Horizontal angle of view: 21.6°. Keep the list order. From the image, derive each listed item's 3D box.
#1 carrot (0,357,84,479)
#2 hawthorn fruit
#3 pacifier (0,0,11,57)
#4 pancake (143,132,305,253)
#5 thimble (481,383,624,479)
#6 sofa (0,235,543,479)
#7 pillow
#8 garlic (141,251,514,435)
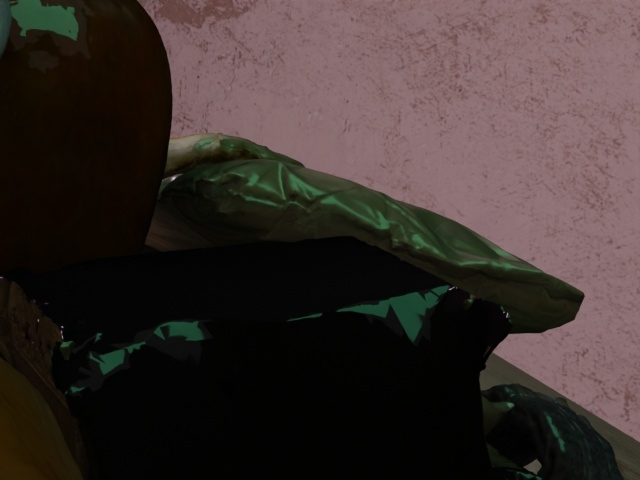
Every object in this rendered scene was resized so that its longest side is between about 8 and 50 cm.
[{"bbox_3d":[-0.088,0.156,0.364,0.196,0.196,0.254,23,18,-50],"label":"carrot"},{"bbox_3d":[-0.214,-0.067,1.025,0.267,0.301,0.268,22,3,-1],"label":"hawthorn fruit"},{"bbox_3d":[-0.303,-0.087,0.786,0.244,0.299,0.233,-117,-176,-58],"label":"pacifier"},{"bbox_3d":[-0.119,-0.006,1.336,0.253,0.253,0.037,23,39,-49],"label":"pancake"},{"bbox_3d":[0.158,0.193,1.327,0.097,0.150,0.150,22,8,-41],"label":"thimble"},{"bbox_3d":[-0.043,0.108,0.837,0.258,0.182,0.200,-6,13,-20],"label":"sofa"},{"bbox_3d":[0.002,0.000,1.159,0.274,0.076,0.281,18,-8,-21],"label":"pillow"},{"bbox_3d":[-0.029,0.104,1.282,0.325,0.132,0.279,24,7,-22],"label":"garlic"}]
